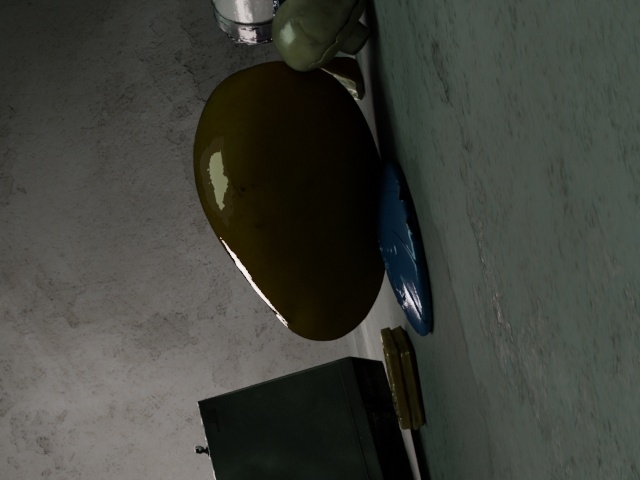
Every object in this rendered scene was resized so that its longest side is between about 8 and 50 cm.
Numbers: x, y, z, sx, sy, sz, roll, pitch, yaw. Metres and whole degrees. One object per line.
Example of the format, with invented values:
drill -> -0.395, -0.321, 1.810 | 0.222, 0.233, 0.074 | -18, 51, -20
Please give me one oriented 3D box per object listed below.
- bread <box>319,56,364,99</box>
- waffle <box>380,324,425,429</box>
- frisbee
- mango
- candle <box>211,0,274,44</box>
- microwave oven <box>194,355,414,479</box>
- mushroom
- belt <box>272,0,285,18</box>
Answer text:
bread -> 0.034, -0.260, 1.712 | 0.062, 0.109, 0.043 | -45, -35, -37
waffle -> 0.133, 0.222, 1.775 | 0.102, 0.042, 0.148 | -107, 5, -69
frisbee -> 0.104, 0.013, 1.481 | 0.242, 0.045, 0.242 | 170, 90, -88
mango -> -0.025, -0.051, 1.587 | 0.300, 0.232, 0.445 | -55, -46, -45
candle -> -0.162, -0.647, 2.609 | 0.342, 0.221, 0.221 | 88, 171, -53
microwave oven -> -0.007, 0.465, 2.002 | 0.236, 0.374, 0.432 | 28, -134, -71
mushroom -> 0.007, -0.286, 1.438 | 0.154, 0.122, 0.154 | -53, 14, 19
belt -> -0.069, -0.528, 2.503 | 0.190, 0.082, 0.141 | 91, 173, -72
